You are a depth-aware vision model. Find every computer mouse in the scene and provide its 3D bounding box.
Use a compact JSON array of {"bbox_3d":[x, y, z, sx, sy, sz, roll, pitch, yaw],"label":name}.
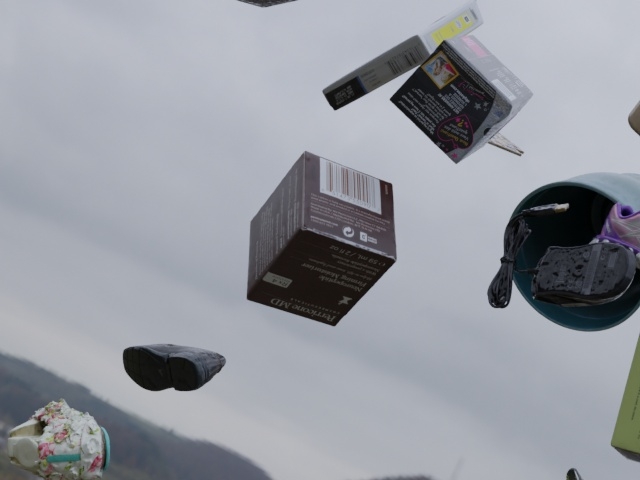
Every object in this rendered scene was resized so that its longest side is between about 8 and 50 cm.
[{"bbox_3d":[0.391,0.025,1.669,0.262,0.184,0.060,-9,-34,45],"label":"computer mouse"}]

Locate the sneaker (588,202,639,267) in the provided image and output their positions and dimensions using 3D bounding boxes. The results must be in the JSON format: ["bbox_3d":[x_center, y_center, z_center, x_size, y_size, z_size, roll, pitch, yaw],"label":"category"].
[{"bbox_3d":[0.521,0.000,1.627,0.095,0.104,0.236,15,4,-42],"label":"sneaker"}]

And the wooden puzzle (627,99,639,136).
[{"bbox_3d":[0.636,-0.228,1.784,0.239,0.221,0.044,32,8,-37],"label":"wooden puzzle"}]

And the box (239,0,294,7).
[{"bbox_3d":[-0.080,-0.570,2.164,0.207,0.153,0.108,2,-2,43],"label":"box"}]

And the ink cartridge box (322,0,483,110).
[{"bbox_3d":[0.198,-0.407,2.298,0.304,0.307,0.072,-25,-83,47],"label":"ink cartridge box"}]

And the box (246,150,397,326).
[{"bbox_3d":[0.000,0.000,1.701,0.168,0.167,0.203,18,-44,-21],"label":"box"}]

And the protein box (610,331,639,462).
[{"bbox_3d":[0.519,0.215,1.415,0.201,0.199,0.136,12,-13,28],"label":"protein box"}]

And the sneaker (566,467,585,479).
[{"bbox_3d":[0.526,0.494,2.171,0.031,0.035,0.083,9,-56,53],"label":"sneaker"}]

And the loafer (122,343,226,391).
[{"bbox_3d":[-0.198,0.167,1.421,0.170,0.062,0.061,6,15,42],"label":"loafer"}]

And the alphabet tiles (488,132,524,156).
[{"bbox_3d":[0.355,-0.259,2.455,0.237,0.009,0.198,17,20,-34],"label":"alphabet tiles"}]

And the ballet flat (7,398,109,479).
[{"bbox_3d":[-0.284,0.211,1.111,0.077,0.091,0.241,-2,-9,-26],"label":"ballet flat"}]

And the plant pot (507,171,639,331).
[{"bbox_3d":[0.515,-0.007,1.921,0.272,0.255,0.271,17,-62,35],"label":"plant pot"}]

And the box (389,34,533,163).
[{"bbox_3d":[0.246,-0.242,1.820,0.163,0.142,0.247,45,22,5],"label":"box"}]
